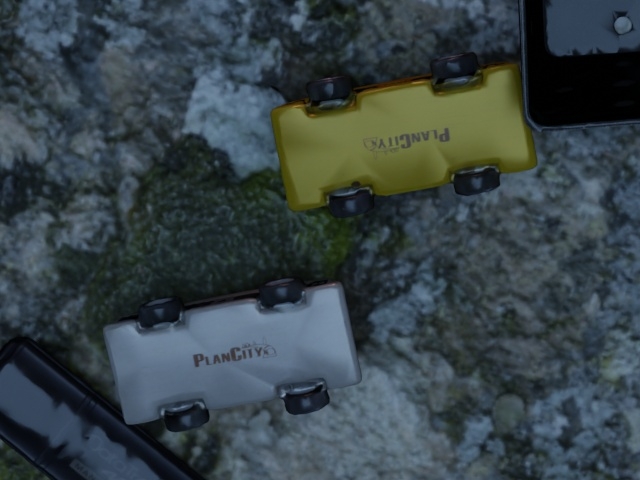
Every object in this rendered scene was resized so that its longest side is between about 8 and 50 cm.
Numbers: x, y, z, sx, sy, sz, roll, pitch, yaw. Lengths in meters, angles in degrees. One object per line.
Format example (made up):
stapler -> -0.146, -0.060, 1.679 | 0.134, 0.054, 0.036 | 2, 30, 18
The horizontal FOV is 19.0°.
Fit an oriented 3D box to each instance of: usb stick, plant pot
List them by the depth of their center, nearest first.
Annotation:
plant pot -> 0.224, -0.185, 1.360 | 0.188, 0.167, 0.187 | -4, 100, 0
usb stick -> -0.153, 0.183, 1.492 | 0.278, 0.045, 0.077 | 40, 91, -7

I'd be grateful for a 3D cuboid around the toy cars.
toy cars -> 0.000, 0.000, 1.441 | 0.176, 0.087, 0.394 | 38, 102, -2
